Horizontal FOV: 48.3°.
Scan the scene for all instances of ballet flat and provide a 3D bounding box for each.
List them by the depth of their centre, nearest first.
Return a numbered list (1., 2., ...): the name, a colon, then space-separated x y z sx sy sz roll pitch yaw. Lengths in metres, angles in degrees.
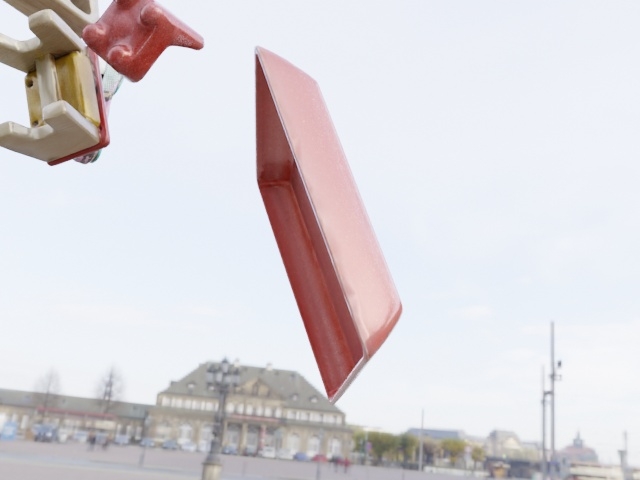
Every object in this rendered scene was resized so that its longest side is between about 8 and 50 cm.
1. ballet flat: -0.345 -0.218 1.069 0.077 0.221 0.079 -19 -38 41

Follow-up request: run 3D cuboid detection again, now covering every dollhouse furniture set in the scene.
1. dollhouse furniture set: -0.192 -0.266 0.666 0.201 0.374 0.152 -17 -15 16

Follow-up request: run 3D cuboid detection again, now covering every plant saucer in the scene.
1. plant saucer: 0.000 0.000 0.631 0.047 0.258 0.259 -16 -18 -11
